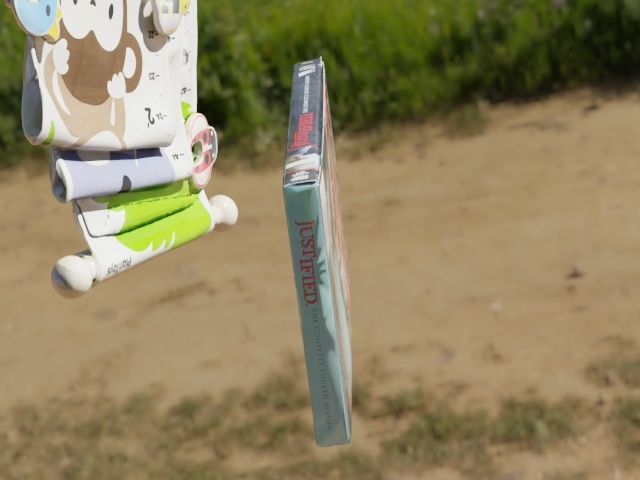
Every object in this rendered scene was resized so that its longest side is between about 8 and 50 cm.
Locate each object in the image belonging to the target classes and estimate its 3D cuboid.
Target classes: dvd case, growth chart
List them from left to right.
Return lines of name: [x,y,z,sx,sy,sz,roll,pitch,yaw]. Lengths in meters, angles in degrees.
growth chart: [-0.073,-0.096,0.675,0.021,0.237,0.172,6,19,19]
dvd case: [0.000,0.000,0.581,0.013,0.087,0.119,-6,23,2]
